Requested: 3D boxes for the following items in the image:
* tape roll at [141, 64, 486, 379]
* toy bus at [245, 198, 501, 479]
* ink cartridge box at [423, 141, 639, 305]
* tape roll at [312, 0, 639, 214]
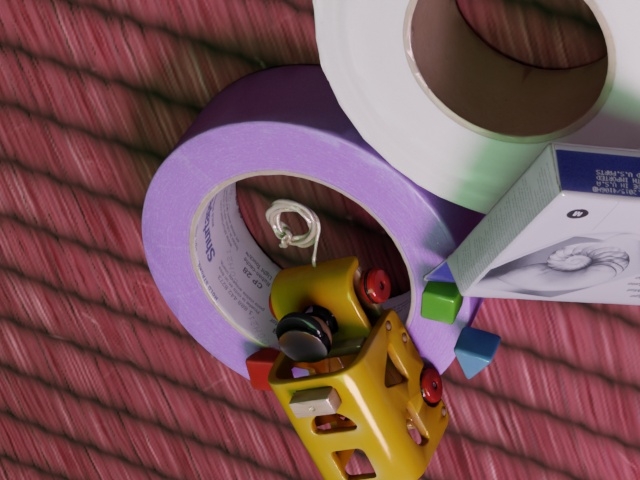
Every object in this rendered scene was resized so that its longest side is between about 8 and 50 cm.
[{"bbox_3d":[0.000,0.000,1.468,0.275,0.090,0.275,12,129,16],"label":"tape roll"},{"bbox_3d":[0.014,0.100,1.407,0.202,0.104,0.191,25,132,5],"label":"toy bus"},{"bbox_3d":[0.213,0.008,1.291,0.223,0.045,0.224,3,155,-19],"label":"ink cartridge box"},{"bbox_3d":[0.141,-0.155,1.274,0.286,0.100,0.286,13,130,16],"label":"tape roll"}]
